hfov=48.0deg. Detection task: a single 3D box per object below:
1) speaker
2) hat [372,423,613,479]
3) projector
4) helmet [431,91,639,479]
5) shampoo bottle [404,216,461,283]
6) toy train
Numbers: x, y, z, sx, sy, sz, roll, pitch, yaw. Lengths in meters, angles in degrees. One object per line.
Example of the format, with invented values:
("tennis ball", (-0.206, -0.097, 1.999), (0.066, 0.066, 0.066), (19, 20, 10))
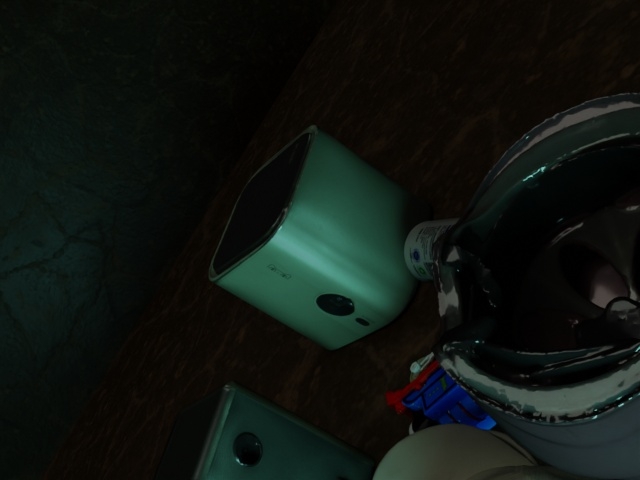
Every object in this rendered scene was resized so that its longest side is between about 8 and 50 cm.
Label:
("speaker", (-0.080, 0.309, 0.905), (0.192, 0.231, 0.153), (-36, 28, 45))
("hat", (0.120, 0.252, 0.640), (0.226, 0.164, 0.219), (31, 86, 37))
("projector", (0.000, 0.000, 1.173), (0.248, 0.249, 0.248), (-34, 30, 47))
("helmet", (0.246, 0.048, 0.598), (0.271, 0.197, 0.338), (-26, 27, 32))
("shampoo bottle", (0.218, 0.010, 0.883), (0.092, 0.092, 0.303), (-62, 20, -15))
("toy train", (0.170, 0.154, 0.786), (0.204, 0.083, 0.131), (-48, 23, 24))
